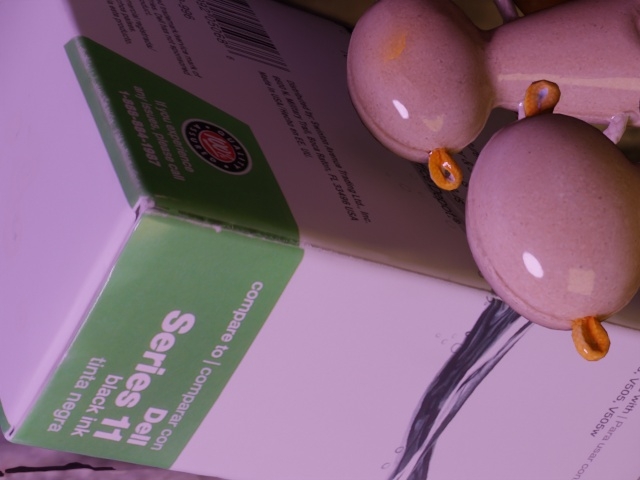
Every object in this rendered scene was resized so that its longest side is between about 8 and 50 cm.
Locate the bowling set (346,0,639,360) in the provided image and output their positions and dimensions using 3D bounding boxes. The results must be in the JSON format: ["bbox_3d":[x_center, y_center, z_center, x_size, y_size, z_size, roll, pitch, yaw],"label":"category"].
[{"bbox_3d":[0.051,-0.087,0.494,0.154,0.287,0.200,-7,162,-12],"label":"bowling set"}]

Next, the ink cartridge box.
[{"bbox_3d":[0.000,0.000,0.549,0.208,0.153,0.087,15,120,-32],"label":"ink cartridge box"}]
